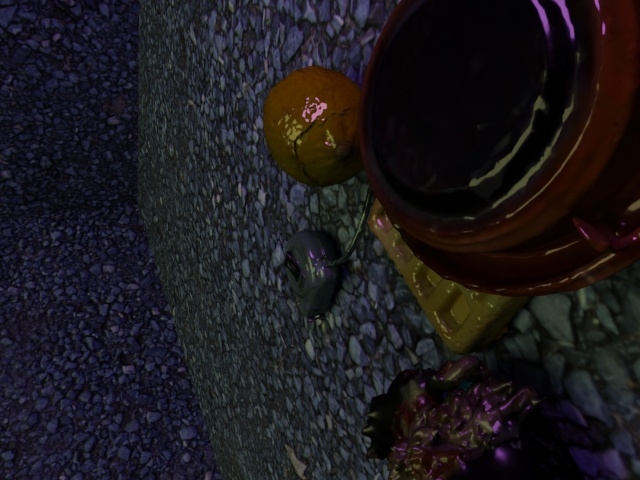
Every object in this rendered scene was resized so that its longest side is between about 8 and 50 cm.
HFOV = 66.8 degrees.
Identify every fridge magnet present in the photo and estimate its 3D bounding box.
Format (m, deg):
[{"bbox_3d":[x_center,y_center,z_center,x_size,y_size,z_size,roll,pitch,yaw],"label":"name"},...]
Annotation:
[{"bbox_3d":[0.170,-0.127,0.459,0.364,0.155,0.363,-1,89,53],"label":"fridge magnet"}]

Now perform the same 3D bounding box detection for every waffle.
[{"bbox_3d":[0.158,0.002,0.641,0.274,0.057,0.168,61,146,32],"label":"waffle"}]

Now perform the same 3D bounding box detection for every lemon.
[{"bbox_3d":[-0.004,-0.176,0.755,0.193,0.181,0.180,41,137,19],"label":"lemon"}]

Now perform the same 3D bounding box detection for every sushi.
[{"bbox_3d":[0.169,0.251,0.562,0.238,0.225,0.218,-40,37,11],"label":"sushi"}]

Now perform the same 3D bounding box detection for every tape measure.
[{"bbox_3d":[0.000,0.001,0.905,0.164,0.084,0.330,53,144,33],"label":"tape measure"}]
